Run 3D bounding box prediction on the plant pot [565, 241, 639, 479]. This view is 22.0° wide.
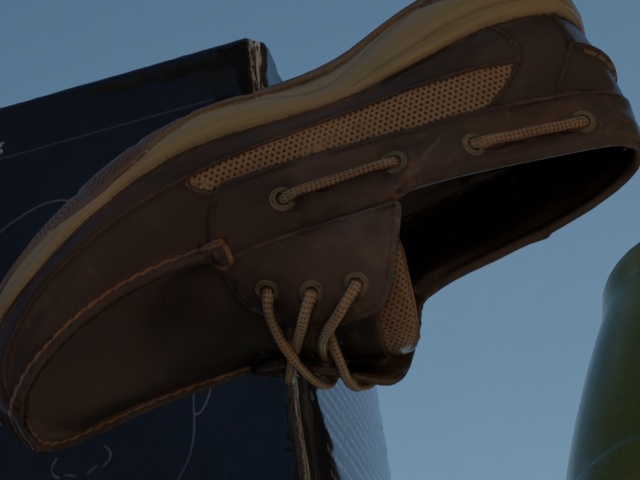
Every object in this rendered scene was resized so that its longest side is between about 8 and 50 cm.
[{"bbox_3d":[0.386,0.175,1.495,0.353,0.366,0.366,-84,-28,-45],"label":"plant pot"}]

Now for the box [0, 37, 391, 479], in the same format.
[{"bbox_3d":[-0.204,0.170,1.185,0.297,0.479,0.472,61,-163,-56],"label":"box"}]

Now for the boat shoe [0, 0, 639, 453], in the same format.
[{"bbox_3d":[0.000,0.000,0.794,0.355,0.130,0.132,-34,-34,-5],"label":"boat shoe"}]
